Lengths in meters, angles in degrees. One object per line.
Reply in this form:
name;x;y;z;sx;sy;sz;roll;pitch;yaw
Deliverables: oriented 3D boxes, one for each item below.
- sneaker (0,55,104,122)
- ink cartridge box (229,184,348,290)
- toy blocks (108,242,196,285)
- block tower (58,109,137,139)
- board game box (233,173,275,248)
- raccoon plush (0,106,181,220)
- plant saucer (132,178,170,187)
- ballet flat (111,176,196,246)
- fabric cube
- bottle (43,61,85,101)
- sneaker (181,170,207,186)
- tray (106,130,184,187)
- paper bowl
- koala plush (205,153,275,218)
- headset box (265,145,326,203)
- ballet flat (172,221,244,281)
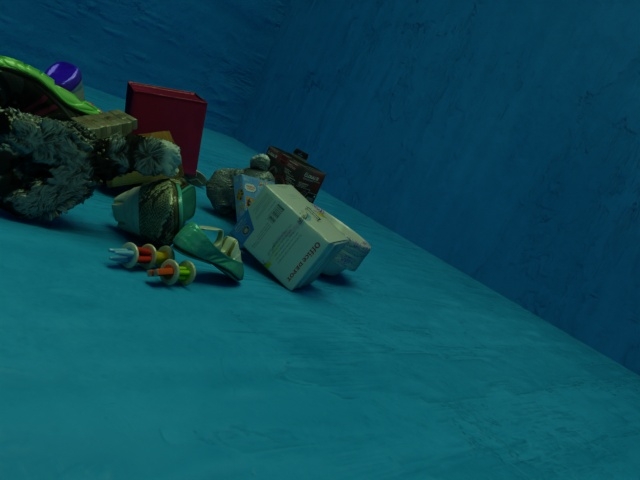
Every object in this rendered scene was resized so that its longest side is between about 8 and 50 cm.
sneaker;-0.774;-0.333;1.711;0.185;0.202;0.483;-1;-21;44
ink cartridge box;-0.078;-0.011;1.725;0.233;0.171;0.168;44;17;12
toy blocks;-0.340;0.047;1.301;0.123;0.054;0.148;31;12;30
block tower;-0.643;-0.262;1.698;0.091;0.097;0.335;30;36;28
board game box;-0.182;-0.076;1.897;0.039;0.211;0.160;-11;-11;32
raccoon plush;-0.569;-0.179;1.416;0.446;0.216;0.299;6;17;-38
plant saucer;-0.511;-0.174;2.039;0.241;0.037;0.241;23;10;-4
ballet flat;-0.407;-0.078;1.581;0.182;0.164;0.483;1;9;-8
fabric cube;-0.559;-0.396;2.282;0.254;0.258;0.259;5;18;-21
bottle;-0.758;-0.392;1.944;0.092;0.283;0.118;20;50;3
sneaker;-0.487;-0.245;2.398;0.152;0.053;0.061;23;8;-9
tray;-0.530;-0.252;1.927;0.203;0.076;0.411;-11;21;-14
paper bowl;0.000;0.000;1.983;0.284;0.148;0.284;34;9;-6
koala plush;-0.230;-0.168;2.070;0.203;0.196;0.221;6;-10;-44
headset box;-0.124;-0.170;2.202;0.110;0.293;0.218;14;14;-44
ballet flat;-0.226;0.022;1.440;0.083;0.087;0.247;32;-3;32
